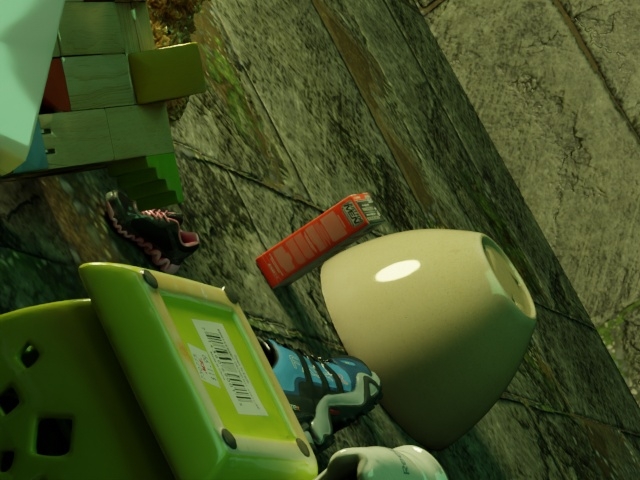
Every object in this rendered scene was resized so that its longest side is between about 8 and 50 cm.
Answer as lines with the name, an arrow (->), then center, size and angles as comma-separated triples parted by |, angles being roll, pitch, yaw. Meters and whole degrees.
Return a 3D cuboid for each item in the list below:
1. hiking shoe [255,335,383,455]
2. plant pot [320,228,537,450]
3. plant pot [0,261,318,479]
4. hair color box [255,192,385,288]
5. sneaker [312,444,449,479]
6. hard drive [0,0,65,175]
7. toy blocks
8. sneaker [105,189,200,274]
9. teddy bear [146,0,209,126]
hiking shoe -> -0.024, 0.144, 1.961 | 0.132, 0.113, 0.304 | 58, 16, 1
plant pot -> 0.159, 0.095, 2.441 | 0.284, 0.191, 0.284 | 49, 19, -23
plant pot -> -0.144, 0.147, 1.454 | 0.228, 0.207, 0.227 | 62, 18, 20
hair color box -> 0.000, 0.000, 2.249 | 0.043, 0.141, 0.072 | 59, 16, 6
sneaker -> -0.031, 0.264, 1.439 | 0.111, 0.297, 0.129 | 36, 2, 35
hard drive -> -0.362, -0.225, 1.488 | 0.353, 0.047, 0.233 | 28, 51, -28
toy blocks -> -0.267, -0.201, 1.719 | 0.261, 0.190, 0.382 | -12, 91, -59
sneaker -> -0.168, -0.018, 1.957 | 0.119, 0.057, 0.047 | 43, 23, -35
teddy bear -> -0.192, -0.289, 2.053 | 0.245, 0.338, 0.113 | 17, -2, 36
